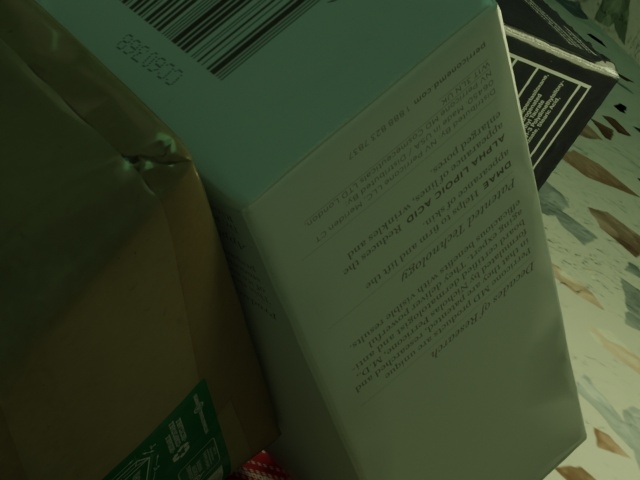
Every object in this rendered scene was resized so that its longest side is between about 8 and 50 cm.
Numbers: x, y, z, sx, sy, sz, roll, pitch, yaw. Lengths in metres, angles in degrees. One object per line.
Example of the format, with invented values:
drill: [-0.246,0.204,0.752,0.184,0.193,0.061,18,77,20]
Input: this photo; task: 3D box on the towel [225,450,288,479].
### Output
towel: [0.005,0.180,1.099,0.199,0.031,0.275,20,26,-38]

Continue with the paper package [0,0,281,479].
paper package: [-0.186,-0.002,0.805,0.309,0.168,0.325,43,-16,21]

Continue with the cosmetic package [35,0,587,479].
cosmetic package: [0.000,0.000,0.917,0.217,0.156,0.385,40,-16,33]

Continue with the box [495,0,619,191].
box: [0.022,-0.099,1.378,0.294,0.296,0.182,15,28,-43]
